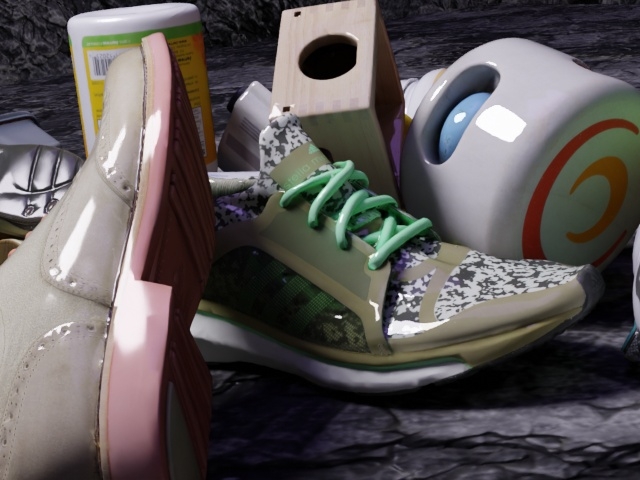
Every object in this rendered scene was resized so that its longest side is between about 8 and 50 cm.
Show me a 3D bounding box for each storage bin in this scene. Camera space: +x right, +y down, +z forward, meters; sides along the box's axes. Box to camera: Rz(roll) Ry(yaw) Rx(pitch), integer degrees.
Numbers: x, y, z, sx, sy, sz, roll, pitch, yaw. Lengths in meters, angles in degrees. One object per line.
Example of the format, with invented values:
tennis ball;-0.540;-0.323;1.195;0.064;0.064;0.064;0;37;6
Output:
storage bin;-0.344;-0.069;1.382;0.098;0.135;0.091;-17;29;-36

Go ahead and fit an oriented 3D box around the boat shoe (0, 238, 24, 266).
boat shoe;-0.268;0.025;1.165;0.135;0.050;0.045;11;10;41

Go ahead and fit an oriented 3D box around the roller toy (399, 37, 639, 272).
roller toy;0.169;-0.063;0.988;0.209;0.191;0.146;-22;39;-30

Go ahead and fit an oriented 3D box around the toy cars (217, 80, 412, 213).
toy cars;-0.013;-0.071;1.237;0.087;0.176;0.394;-47;32;-20

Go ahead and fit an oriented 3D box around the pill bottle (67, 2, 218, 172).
pill bottle;-0.181;-0.119;1.264;0.136;0.245;0.136;-5;15;1

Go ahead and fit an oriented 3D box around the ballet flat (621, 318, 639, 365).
ballet flat;0.241;0.063;0.857;0.041;0.041;0.114;0;17;22

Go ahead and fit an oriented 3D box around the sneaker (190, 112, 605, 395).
sneaker;0.000;0.000;0.886;0.410;0.182;0.158;2;18;28

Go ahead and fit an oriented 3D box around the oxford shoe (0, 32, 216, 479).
oxford shoe;-0.148;0.005;0.769;0.147;0.140;0.397;-8;43;5

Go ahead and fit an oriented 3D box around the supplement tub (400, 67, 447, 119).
supplement tub;0.180;-0.118;1.318;0.200;0.144;0.144;1;17;25

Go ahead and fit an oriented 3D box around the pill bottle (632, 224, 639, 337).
pill bottle;0.261;0.047;0.659;0.161;0.161;0.283;-4;16;7

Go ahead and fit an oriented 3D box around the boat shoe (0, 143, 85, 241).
boat shoe;-0.371;-0.045;1.261;0.324;0.120;0.122;17;60;19

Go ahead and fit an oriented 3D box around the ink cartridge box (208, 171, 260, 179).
ink cartridge box;-0.071;-0.014;1.123;0.207;0.097;0.046;0;16;21

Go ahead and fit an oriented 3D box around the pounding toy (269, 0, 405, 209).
pounding toy;0.009;-0.155;1.002;0.094;0.181;0.206;-6;52;13
